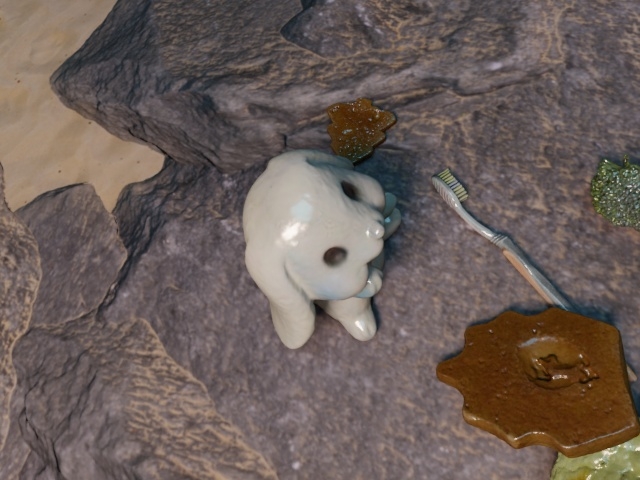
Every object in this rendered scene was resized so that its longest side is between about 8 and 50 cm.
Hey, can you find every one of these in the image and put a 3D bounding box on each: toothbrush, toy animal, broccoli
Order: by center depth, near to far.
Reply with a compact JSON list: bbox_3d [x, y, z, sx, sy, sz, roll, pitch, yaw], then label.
[{"bbox_3d":[0.005,-0.008,0.575,0.173,0.289,0.249,8,52,14],"label":"toy animal"},{"bbox_3d":[0.461,-0.094,0.617,0.204,0.118,0.122,-42,38,-23],"label":"broccoli"},{"bbox_3d":[0.284,0.037,0.628,0.037,0.028,0.375,-32,68,-11],"label":"toothbrush"}]

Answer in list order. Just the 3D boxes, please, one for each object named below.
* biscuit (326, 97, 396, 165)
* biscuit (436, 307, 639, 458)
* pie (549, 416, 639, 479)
[{"bbox_3d":[0.058,-0.177,0.744,0.119,0.019,0.130,14,73,13],"label":"biscuit"},{"bbox_3d":[0.250,0.165,0.550,0.215,0.034,0.182,-7,43,27],"label":"biscuit"},{"bbox_3d":[0.359,0.301,0.449,0.247,0.089,0.201,17,104,41],"label":"pie"}]
